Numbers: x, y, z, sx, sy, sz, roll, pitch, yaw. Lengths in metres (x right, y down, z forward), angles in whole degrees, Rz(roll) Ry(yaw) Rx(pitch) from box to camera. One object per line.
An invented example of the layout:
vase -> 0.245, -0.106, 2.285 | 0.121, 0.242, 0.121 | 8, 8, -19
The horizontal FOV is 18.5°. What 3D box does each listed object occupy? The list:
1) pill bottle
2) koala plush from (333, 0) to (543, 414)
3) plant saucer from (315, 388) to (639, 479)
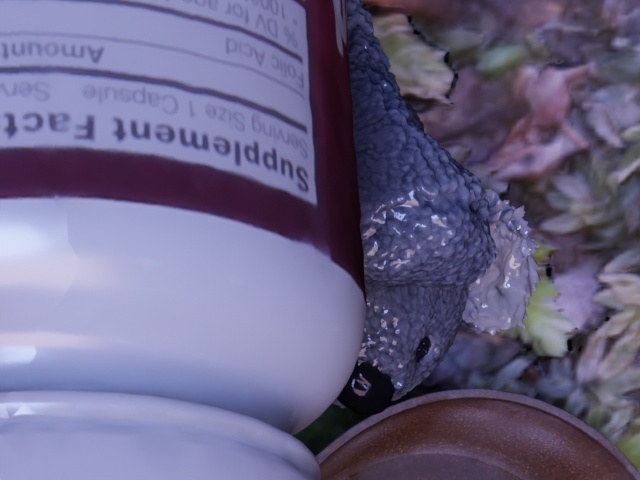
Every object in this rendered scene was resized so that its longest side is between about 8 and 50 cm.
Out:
pill bottle -> -0.098, -0.043, 0.691 | 0.224, 0.392, 0.224 | -2, 158, -1
koala plush -> 0.000, 0.000, 0.903 | 0.196, 0.203, 0.221 | -26, 142, 16
plant saucer -> 0.066, 0.228, 0.955 | 0.311, 0.050, 0.310 | 4, 83, -33
